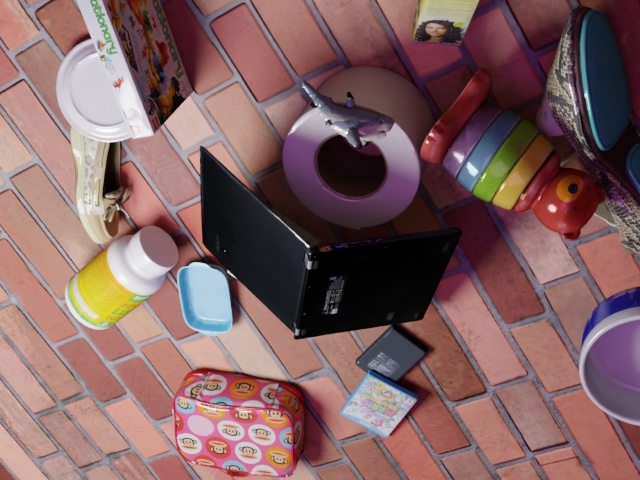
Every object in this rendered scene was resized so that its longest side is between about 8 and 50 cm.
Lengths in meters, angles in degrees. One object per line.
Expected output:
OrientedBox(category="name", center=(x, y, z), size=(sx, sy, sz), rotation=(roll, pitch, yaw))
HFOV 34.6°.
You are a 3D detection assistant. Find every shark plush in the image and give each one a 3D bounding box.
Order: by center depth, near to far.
OrientedBox(category="shark plush", center=(0.041, -0.213, 1.689), size=(0.161, 0.073, 0.067), rotation=(37, 106, 17))

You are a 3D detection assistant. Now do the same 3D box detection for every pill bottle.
OrientedBox(category="pill bottle", center=(-0.410, 0.073, 2.140), size=(0.246, 0.136, 0.136), rotation=(-36, 106, 32))

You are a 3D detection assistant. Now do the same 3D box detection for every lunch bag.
OrientedBox(category="lunch bag", center=(-0.181, 0.429, 2.304), size=(0.293, 0.120, 0.258), rotation=(8, 123, 12))

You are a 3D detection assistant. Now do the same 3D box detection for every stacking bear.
OrientedBox(category="stacking bear", center=(0.328, -0.119, 1.699), size=(0.289, 0.175, 0.164), rotation=(36, 164, 10))

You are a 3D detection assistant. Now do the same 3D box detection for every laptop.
OrientedBox(category="laptop", center=(0.000, 0.000, 1.874), size=(0.408, 0.236, 0.382), rotation=(-7, 155, -9))

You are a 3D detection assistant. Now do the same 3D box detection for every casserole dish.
OrientedBox(category="casserole dish", center=(-0.240, 0.118, 2.178), size=(0.114, 0.037, 0.188), rotation=(4, 123, 14))

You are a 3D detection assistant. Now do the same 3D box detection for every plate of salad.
OrientedBox(category="plate of salad", center=(-0.403, -0.288, 1.954), size=(0.200, 0.048, 0.199), rotation=(1, 101, 6))

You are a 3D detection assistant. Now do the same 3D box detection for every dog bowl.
OrientedBox(category="dog bowl", center=(0.626, 0.220, 1.937), size=(0.265, 0.104, 0.265), rotation=(8, 122, 13))

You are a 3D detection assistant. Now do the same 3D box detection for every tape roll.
OrientedBox(category="tape roll", center=(0.071, -0.167, 1.824), size=(0.246, 0.169, 0.246), rotation=(8, 124, 12))

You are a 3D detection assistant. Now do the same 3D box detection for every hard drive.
OrientedBox(category="hard drive", center=(0.148, 0.242, 2.145), size=(0.094, 0.022, 0.135), rotation=(37, 125, -7))

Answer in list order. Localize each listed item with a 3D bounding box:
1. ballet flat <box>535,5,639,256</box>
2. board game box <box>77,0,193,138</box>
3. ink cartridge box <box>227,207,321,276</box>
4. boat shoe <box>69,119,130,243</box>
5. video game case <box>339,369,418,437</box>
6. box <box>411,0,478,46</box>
OrientedBox(category="ballet flat", center=(0.469, -0.158, 1.733), size=(0.182, 0.164, 0.483), rotation=(-8, 122, 47))
OrientedBox(category="board game box", center=(-0.329, -0.358, 1.811), size=(0.053, 0.193, 0.305), rotation=(-6, 119, 21))
OrientedBox(category="ink cartridge box", center=(-0.048, 0.065, 2.076), size=(0.235, 0.056, 0.171), rotation=(34, 125, -10))
OrientedBox(category="boat shoe", center=(-0.432, -0.122, 2.045), size=(0.089, 0.104, 0.285), rotation=(2, 119, 11))
OrientedBox(category="video game case", center=(0.124, 0.355, 2.212), size=(0.119, 0.015, 0.166), rotation=(28, 135, -2))
OrientedBox(category="box", center=(0.200, -0.378, 1.624), size=(0.087, 0.058, 0.232), rotation=(4, 168, 0))
